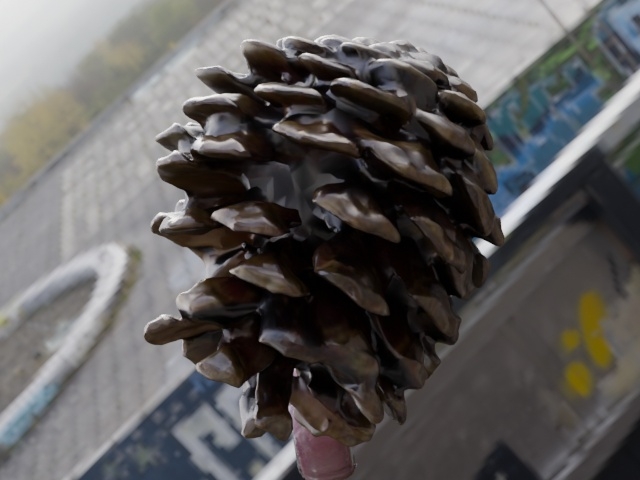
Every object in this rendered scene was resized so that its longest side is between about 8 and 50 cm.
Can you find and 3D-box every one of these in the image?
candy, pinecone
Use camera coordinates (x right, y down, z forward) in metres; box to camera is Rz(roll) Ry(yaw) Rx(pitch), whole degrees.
[{"bbox_3d":[0.000,0.120,1.054,0.043,0.103,0.103,-7,18,0],"label":"candy"},{"bbox_3d":[0.003,-0.002,0.749,0.179,0.184,0.204,6,86,33],"label":"pinecone"}]
